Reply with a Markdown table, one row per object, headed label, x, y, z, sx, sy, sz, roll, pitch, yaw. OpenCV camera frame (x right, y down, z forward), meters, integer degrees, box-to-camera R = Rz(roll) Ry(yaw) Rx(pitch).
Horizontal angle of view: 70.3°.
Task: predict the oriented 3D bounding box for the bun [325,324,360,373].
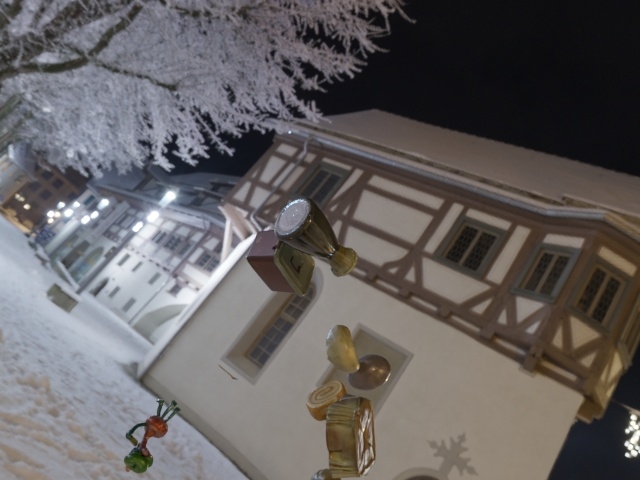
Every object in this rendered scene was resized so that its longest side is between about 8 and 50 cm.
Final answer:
| label | x | y | z | sx | sy | sz | roll | pitch | yaw |
| --- | --- | --- | --- | --- | --- | --- | --- | --- | --- |
| bun | 0.082 | 0.462 | 1.912 | 0.222 | 0.127 | 0.222 | 163 | -90 | -85 |

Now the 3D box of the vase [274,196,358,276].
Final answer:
| label | x | y | z | sx | sy | sz | roll | pitch | yaw |
| --- | --- | --- | --- | --- | --- | --- | --- | --- | --- |
| vase | 0.000 | 0.000 | 1.606 | 0.173 | 0.173 | 0.321 | 15 | -19 | 48 |

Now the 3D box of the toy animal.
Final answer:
| label | x | y | z | sx | sy | sz | roll | pitch | yaw |
| --- | --- | --- | --- | --- | --- | --- | --- | --- | --- |
| toy animal | -0.481 | 0.538 | 1.276 | 0.100 | 0.208 | 0.103 | -32 | -70 | 36 |

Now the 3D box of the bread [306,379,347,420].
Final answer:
| label | x | y | z | sx | sy | sz | roll | pitch | yaw |
| --- | --- | --- | --- | --- | --- | --- | --- | --- | --- |
| bread | 0.027 | 0.565 | 1.591 | 0.073 | 0.149 | 0.122 | 69 | -11 | -17 |

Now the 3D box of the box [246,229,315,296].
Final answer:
| label | x | y | z | sx | sy | sz | roll | pitch | yaw |
| --- | --- | --- | --- | --- | --- | --- | --- | --- | --- |
| box | -0.163 | 0.088 | 1.874 | 0.167 | 0.193 | 0.294 | -3 | -40 | 26 |

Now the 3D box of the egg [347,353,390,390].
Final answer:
| label | x | y | z | sx | sy | sz | roll | pitch | yaw |
| --- | --- | --- | --- | --- | --- | --- | --- | --- | --- |
| egg | 0.212 | 0.581 | 1.999 | 0.146 | 0.198 | 0.146 | 61 | 9 | -16 |

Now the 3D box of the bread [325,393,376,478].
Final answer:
| label | x | y | z | sx | sy | sz | roll | pitch | yaw |
| --- | --- | --- | --- | --- | --- | --- | --- | --- | --- |
| bread | 0.086 | 0.576 | 1.351 | 0.109 | 0.210 | 0.192 | -7 | -6 | 21 |

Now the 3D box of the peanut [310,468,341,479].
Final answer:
| label | x | y | z | sx | sy | sz | roll | pitch | yaw |
| --- | --- | --- | --- | --- | --- | --- | --- | --- | --- |
| peanut | 0.021 | 0.801 | 1.443 | 0.109 | 0.141 | 0.159 | 2 | -26 | -13 |

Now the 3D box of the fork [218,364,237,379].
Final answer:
| label | x | y | z | sx | sy | sz | roll | pitch | yaw |
| --- | --- | --- | --- | --- | --- | --- | --- | --- | --- |
| fork | -0.411 | 0.589 | 2.023 | 0.016 | 0.012 | 0.115 | -37 | -71 | 26 |
